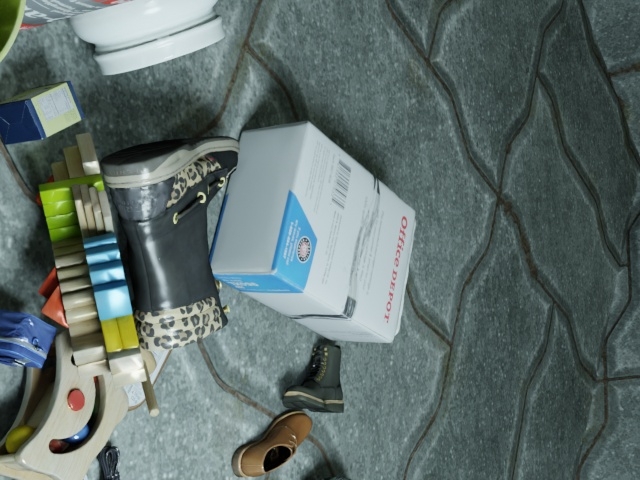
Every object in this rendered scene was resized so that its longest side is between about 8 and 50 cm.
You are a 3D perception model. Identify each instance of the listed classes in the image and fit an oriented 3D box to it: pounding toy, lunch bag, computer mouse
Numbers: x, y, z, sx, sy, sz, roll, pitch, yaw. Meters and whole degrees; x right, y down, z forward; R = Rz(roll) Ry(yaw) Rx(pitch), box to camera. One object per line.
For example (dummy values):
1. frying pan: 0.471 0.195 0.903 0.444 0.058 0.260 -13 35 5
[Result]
1. pounding toy: -0.321 0.202 1.245 0.154 0.155 0.269 57 36 -24
2. lunch bag: -0.399 0.133 1.212 0.067 0.098 0.065 45 55 -50
3. computer mouse: -0.358 0.354 1.305 0.193 0.042 0.106 6 79 -56

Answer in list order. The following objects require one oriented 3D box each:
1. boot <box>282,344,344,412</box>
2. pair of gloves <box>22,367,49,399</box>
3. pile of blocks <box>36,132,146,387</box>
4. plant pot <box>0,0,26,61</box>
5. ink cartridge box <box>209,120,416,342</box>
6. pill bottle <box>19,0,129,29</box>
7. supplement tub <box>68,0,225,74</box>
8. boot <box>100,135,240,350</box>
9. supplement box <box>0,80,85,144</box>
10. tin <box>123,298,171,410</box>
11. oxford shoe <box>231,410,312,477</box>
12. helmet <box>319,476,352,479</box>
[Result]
1. boot: -0.015 0.258 1.784 0.198 0.077 0.137 33 56 -64
2. pair of gloves: -0.381 0.226 1.307 0.074 0.010 0.083 -51 129 -46
3. pile of blocks: -0.322 0.024 1.218 0.149 0.112 0.362 103 -29 -60
4. plant pot: -0.499 -0.263 0.926 0.275 0.293 0.275 5 83 -54
5. ink cartridge box: 0.000 0.000 1.727 0.395 0.166 0.285 35 61 -47
6. pill bottle: -0.344 -0.362 1.091 0.210 0.363 0.210 7 82 -55
7. supplement tub: -0.274 -0.415 1.314 0.228 0.228 0.316 -40 120 -49
8. boot: -0.205 -0.012 1.414 0.377 0.138 0.284 -47 131 -76
9. supplement box: -0.386 -0.174 1.263 0.083 0.083 0.056 -41 121 -47
10. tin: -0.285 0.176 1.428 0.106 0.040 0.190 57 45 -42
11. oxford shoe: -0.068 0.376 1.689 0.212 0.076 0.076 -30 110 -53
12. helmet: 0.027 0.530 1.738 0.161 0.169 0.169 62 40 -55
